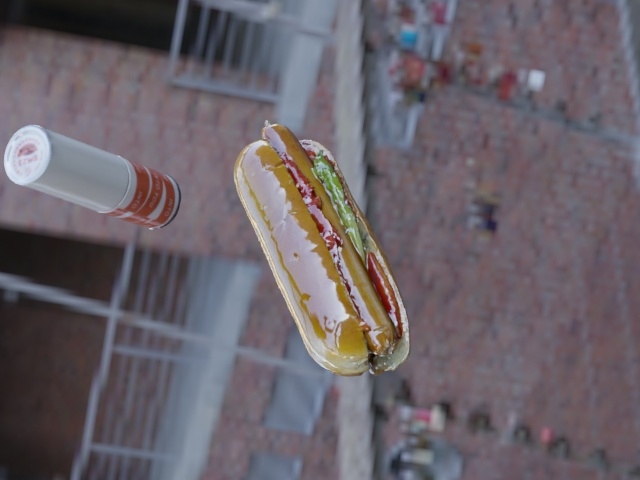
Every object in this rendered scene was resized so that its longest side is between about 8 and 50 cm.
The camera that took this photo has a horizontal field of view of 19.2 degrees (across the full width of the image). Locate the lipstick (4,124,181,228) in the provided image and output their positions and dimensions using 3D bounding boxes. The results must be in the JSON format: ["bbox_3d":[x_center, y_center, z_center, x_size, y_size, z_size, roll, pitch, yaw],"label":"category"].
[{"bbox_3d":[-0.141,-0.038,1.191,0.131,0.038,0.038,21,-106,-55],"label":"lipstick"}]

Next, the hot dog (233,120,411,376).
[{"bbox_3d":[0.000,0.000,1.423,0.235,0.092,0.062,63,146,29],"label":"hot dog"}]
